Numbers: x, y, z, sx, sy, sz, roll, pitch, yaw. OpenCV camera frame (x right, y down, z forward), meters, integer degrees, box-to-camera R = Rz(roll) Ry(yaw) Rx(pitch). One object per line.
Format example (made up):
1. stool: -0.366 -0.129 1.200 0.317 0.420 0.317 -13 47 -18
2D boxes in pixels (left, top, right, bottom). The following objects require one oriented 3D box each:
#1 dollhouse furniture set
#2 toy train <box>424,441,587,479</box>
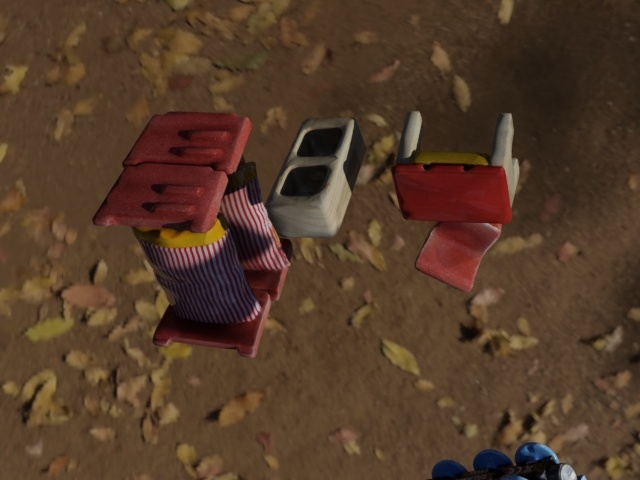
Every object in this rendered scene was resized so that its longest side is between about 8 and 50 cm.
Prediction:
1. dollhouse furniture set: 0.000 0.000 1.086 0.374 0.152 0.201 3 139 21
2. toy train: 0.169 0.257 1.073 0.184 0.080 0.105 -21 105 37
